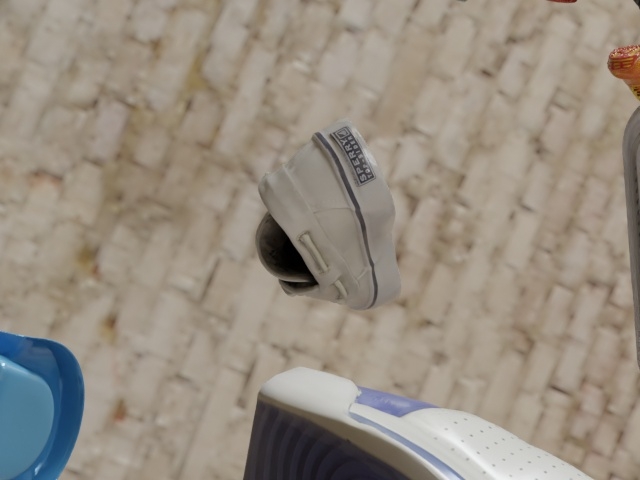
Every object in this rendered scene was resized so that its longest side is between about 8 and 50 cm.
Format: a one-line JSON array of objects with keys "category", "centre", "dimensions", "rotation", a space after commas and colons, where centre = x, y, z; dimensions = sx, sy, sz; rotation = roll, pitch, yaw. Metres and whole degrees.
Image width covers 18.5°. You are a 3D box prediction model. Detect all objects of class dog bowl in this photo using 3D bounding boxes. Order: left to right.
[{"category": "dog bowl", "centre": [-0.319, 0.138, 1.677], "dimensions": [0.074, 0.297, 0.166], "rotation": [17, -97, 31]}]

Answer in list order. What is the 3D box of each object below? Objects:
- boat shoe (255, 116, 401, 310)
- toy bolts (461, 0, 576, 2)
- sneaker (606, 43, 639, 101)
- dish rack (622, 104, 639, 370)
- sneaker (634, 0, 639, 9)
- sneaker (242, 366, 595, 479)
[{"category": "boat shoe", "centre": [0.000, 0.000, 1.352], "dimensions": [0.096, 0.088, 0.267], "rotation": [61, -6, 12]}, {"category": "toy bolts", "centre": [0.086, -0.275, 1.303], "dimensions": [0.218, 0.158, 0.228], "rotation": [-93, -179, -56]}, {"category": "sneaker", "centre": [0.317, -0.151, 1.837], "dimensions": [0.064, 0.175, 0.067], "rotation": [-2, -91, 31]}, {"category": "dish rack", "centre": [0.401, 0.021, 1.578], "dimensions": [0.333, 0.072, 0.285], "rotation": [0, -75, 25]}, {"category": "sneaker", "centre": [0.310, -0.150, 1.431], "dimensions": [0.221, 0.087, 0.083], "rotation": [60, -19, 10]}, {"category": "sneaker", "centre": [0.131, 0.142, 0.646], "dimensions": [0.315, 0.182, 0.127], "rotation": [22, -73, 29]}]
